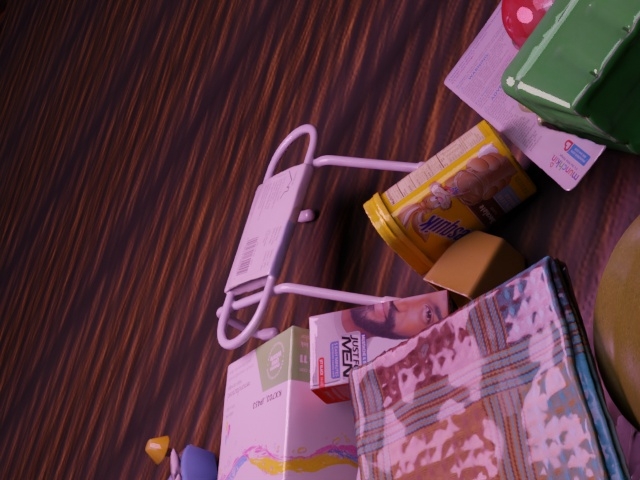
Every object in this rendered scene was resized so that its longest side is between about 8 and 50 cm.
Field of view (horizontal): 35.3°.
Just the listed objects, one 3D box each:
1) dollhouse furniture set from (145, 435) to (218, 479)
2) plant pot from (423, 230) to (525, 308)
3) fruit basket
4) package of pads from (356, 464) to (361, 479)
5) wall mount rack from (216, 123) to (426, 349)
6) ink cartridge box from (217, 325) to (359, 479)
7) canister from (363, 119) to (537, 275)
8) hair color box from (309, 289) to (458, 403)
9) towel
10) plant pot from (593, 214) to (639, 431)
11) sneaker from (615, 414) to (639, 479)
[{"bbox_3d":[-0.285,0.442,1.376,0.286,0.198,0.303,-58,22,19],"label":"dollhouse furniture set"},{"bbox_3d":[0.185,0.038,1.146,0.081,0.081,0.083,22,77,54],"label":"plant pot"},{"bbox_3d":[0.301,-0.250,1.124,0.327,0.165,0.353,-56,22,14],"label":"fruit basket"},{"bbox_3d":[0.098,0.365,0.982,0.229,0.101,0.296,-166,86,-69],"label":"package of pads"},{"bbox_3d":[0.000,0.000,1.338,0.304,0.130,0.350,-20,46,50],"label":"wall mount rack"},{"bbox_3d":[-0.039,0.305,1.215,0.207,0.119,0.353,-37,44,54],"label":"ink cartridge box"},{"bbox_3d":[0.152,-0.049,1.160,0.170,0.126,0.073,-36,49,12],"label":"canister"},{"bbox_3d":[0.073,0.120,1.130,0.167,0.053,0.093,-13,57,18],"label":"hair color box"},{"bbox_3d":[0.134,0.227,0.811,0.271,0.040,0.370,-36,50,36],"label":"towel"},{"bbox_3d":[0.369,0.084,0.666,0.366,0.366,0.353,-65,15,3],"label":"plant pot"},{"bbox_3d":[0.246,0.264,0.952,0.229,0.086,0.132,-52,32,4],"label":"sneaker"}]
